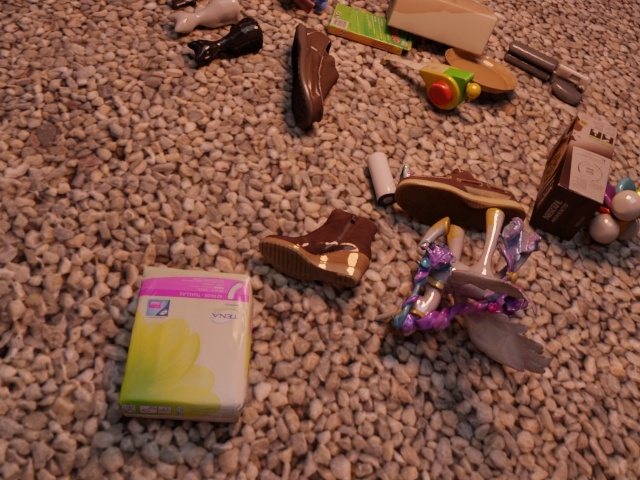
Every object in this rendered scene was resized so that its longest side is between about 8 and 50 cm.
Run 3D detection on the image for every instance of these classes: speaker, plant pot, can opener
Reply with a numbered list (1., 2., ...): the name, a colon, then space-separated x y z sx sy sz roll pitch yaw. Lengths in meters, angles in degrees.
1. speaker: 0.156 -0.157 1.552 0.055 0.055 0.136 -3 57 -14
2. plant pot: 0.479 -0.507 1.848 0.236 0.032 0.236 13 41 -12
3. can opener: 0.705 -0.531 1.917 0.280 0.074 0.093 35 57 12

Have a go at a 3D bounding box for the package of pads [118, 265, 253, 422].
1. package of pads: -0.248 0.199 1.193 0.229 0.101 0.296 5 56 -7

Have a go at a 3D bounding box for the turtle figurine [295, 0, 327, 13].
1. turtle figurine: -0.091 -0.849 1.889 0.266 0.274 0.198 2 22 -6

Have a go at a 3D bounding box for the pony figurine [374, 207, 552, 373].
1. pony figurine: 0.332 0.098 1.319 0.351 0.303 0.363 11 51 36

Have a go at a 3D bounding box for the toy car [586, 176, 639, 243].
1. toy car: 0.756 -0.083 1.564 0.159 0.182 0.136 -4 49 -37

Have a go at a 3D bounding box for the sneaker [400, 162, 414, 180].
1. sneaker: 0.241 -0.151 1.581 0.069 0.038 0.098 13 64 -6

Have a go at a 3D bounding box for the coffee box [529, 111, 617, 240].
1. coffee box: 0.662 -0.169 1.604 0.119 0.168 0.297 25 54 5

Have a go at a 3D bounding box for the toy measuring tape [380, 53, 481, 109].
1. toy measuring tape: 0.316 -0.456 1.786 0.330 0.121 0.121 26 51 33

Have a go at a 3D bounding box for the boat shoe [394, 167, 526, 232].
1. boat shoe: 0.343 -0.113 1.533 0.342 0.123 0.123 9 47 -11

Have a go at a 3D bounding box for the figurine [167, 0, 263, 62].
1. figurine: -0.304 -0.599 1.738 0.209 0.092 0.215 -26 64 -22

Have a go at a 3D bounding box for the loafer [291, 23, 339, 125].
1. loafer: -0.008 -0.461 1.674 0.130 0.134 0.366 4 56 -9

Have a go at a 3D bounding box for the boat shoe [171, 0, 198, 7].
1. boat shoe: -0.386 -0.723 1.828 0.125 0.038 0.046 -26 23 -32

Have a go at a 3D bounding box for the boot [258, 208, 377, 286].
1. boot: 0.000 0.000 1.412 0.248 0.090 0.207 19 42 2

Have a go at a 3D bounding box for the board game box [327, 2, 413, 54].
1. board game box: 0.160 -0.655 1.905 0.259 0.039 0.124 16 54 0

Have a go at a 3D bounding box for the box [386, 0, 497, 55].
1. box: 0.369 -0.692 1.891 0.311 0.121 0.148 15 36 -8
